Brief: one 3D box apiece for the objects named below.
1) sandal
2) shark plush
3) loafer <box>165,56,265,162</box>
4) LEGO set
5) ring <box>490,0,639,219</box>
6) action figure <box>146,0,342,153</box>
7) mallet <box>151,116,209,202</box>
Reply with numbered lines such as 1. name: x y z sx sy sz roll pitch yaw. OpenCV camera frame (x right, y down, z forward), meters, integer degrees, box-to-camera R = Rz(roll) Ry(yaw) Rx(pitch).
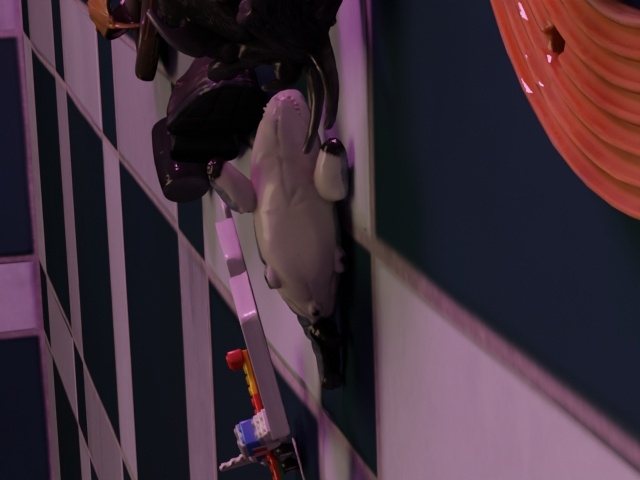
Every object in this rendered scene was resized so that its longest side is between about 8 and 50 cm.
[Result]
1. sandal: -0.169 -0.212 1.553 0.090 0.060 0.219 98 161 -46
2. shark plush: 0.000 0.000 0.996 0.067 0.073 0.161 -71 -41 -74
3. loafer: -0.072 -0.095 1.188 0.170 0.062 0.061 145 124 -74
4. LEGO set: -0.039 0.106 1.048 0.182 0.060 0.244 -109 4 -62
5. ring: 0.096 -0.172 0.501 0.336 0.032 0.337 174 90 -77
6. action figure: -0.058 -0.181 0.897 0.276 0.141 0.164 48 171 -1
7. mallet: -0.088 -0.092 1.317 0.190 0.039 0.062 120 143 -61
